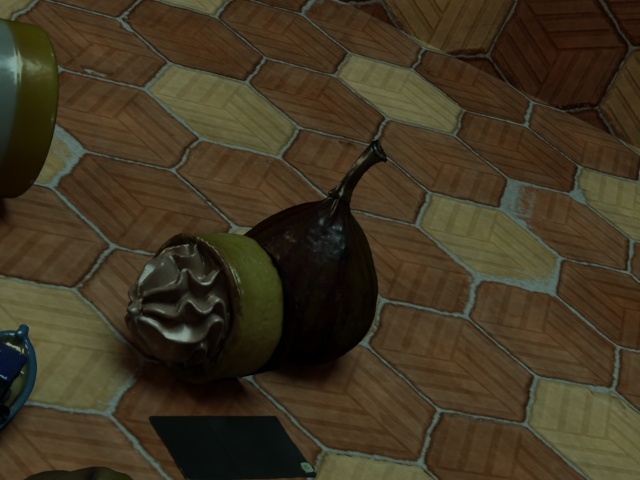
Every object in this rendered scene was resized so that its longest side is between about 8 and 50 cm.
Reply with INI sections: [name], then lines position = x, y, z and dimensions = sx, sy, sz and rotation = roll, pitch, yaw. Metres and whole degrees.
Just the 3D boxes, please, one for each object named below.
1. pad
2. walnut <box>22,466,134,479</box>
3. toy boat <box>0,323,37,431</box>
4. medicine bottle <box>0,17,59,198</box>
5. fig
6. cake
[pad]
position = -0.106, 0.250, 2.102
dimensions = 0.193, 0.004, 0.116
rotation = 4, 33, -37
[walnut]
position = -0.215, 0.359, 1.490
dimensions = 0.306, 0.306, 0.344
rotation = 26, 23, 0
[toy boat]
position = -0.372, 0.153, 1.935
dimensions = 0.100, 0.097, 0.223
rotation = 28, 27, -2
[medicine bottle]
position = -0.494, -0.185, 2.287
dimensions = 0.232, 0.238, 0.238
rotation = 8, 31, -30
[fig]
position = 0.000, 0.000, 2.297
dimensions = 0.217, 0.321, 0.217
rotation = 20, 21, -8
[cake]
position = -0.153, 0.090, 2.149
dimensions = 0.178, 0.185, 0.208
rotation = -14, 58, -49
